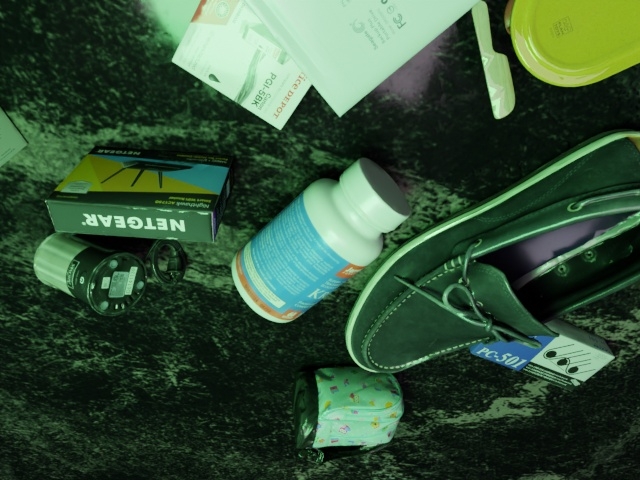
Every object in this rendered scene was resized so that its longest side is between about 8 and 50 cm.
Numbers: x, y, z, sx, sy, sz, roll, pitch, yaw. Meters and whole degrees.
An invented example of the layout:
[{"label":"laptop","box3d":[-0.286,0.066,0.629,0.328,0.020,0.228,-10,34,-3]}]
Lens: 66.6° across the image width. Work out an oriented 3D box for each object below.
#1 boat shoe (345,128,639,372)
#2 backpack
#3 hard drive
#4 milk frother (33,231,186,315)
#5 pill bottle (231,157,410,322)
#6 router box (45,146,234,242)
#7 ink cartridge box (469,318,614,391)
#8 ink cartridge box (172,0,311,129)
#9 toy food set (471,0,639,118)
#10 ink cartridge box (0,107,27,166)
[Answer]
[{"label":"boat shoe","box3d":[0.227,0.057,0.638,0.500,0.156,0.187,-37,119,26]},{"label":"backpack","box3d":[0.048,0.281,0.818,0.182,0.152,0.115,5,122,-9]},{"label":"hard drive","box3d":[0.077,-0.286,0.411,0.319,0.040,0.210,-37,125,14]},{"label":"milk frother","box3d":[-0.285,0.032,0.678,0.135,0.129,0.143,17,167,32]},{"label":"pill bottle","box3d":[0.000,0.000,0.620,0.124,0.124,0.221,38,120,-23]},{"label":"router box","box3d":[-0.202,-0.058,0.579,0.179,0.133,0.046,4,127,-1]},{"label":"ink cartridge box","box3d":[0.348,0.168,0.779,0.207,0.046,0.097,22,123,-13]},{"label":"ink cartridge box","box3d":[-0.071,-0.199,0.519,0.135,0.056,0.099,29,121,-18]},{"label":"toy food set","box3d":[0.257,-0.224,0.489,0.218,0.071,0.128,-22,104,15]},{"label":"ink cartridge box","box3d":[-0.437,-0.140,0.554,0.092,0.089,0.143,-15,125,13]}]
